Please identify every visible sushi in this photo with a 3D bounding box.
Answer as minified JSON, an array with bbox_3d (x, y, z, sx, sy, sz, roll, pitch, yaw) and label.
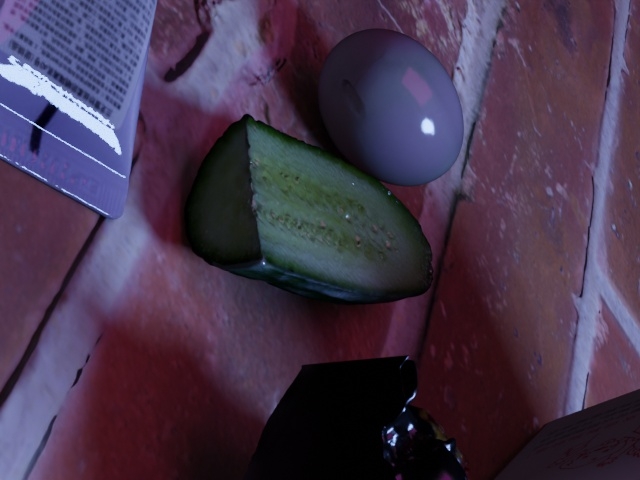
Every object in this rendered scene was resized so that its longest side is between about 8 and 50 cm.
[{"bbox_3d":[0.027,0.175,0.888,0.150,0.153,0.172,42,45,-58],"label":"sushi"}]

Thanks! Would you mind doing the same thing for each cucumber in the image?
[{"bbox_3d":[0.000,0.000,1.056,0.244,0.063,0.115,21,51,-52],"label":"cucumber"}]

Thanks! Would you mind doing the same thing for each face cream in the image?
[{"bbox_3d":[-0.148,-0.163,0.919,0.154,0.096,0.273,35,55,-47],"label":"face cream"}]

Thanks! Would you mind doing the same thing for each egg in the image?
[{"bbox_3d":[0.055,-0.101,1.177,0.135,0.103,0.103,53,32,-27],"label":"egg"}]

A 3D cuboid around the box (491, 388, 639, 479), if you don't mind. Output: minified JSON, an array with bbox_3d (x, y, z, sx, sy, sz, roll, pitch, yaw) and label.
[{"bbox_3d":[0.304,0.266,1.117,0.312,0.314,0.300,-26,90,-60],"label":"box"}]
